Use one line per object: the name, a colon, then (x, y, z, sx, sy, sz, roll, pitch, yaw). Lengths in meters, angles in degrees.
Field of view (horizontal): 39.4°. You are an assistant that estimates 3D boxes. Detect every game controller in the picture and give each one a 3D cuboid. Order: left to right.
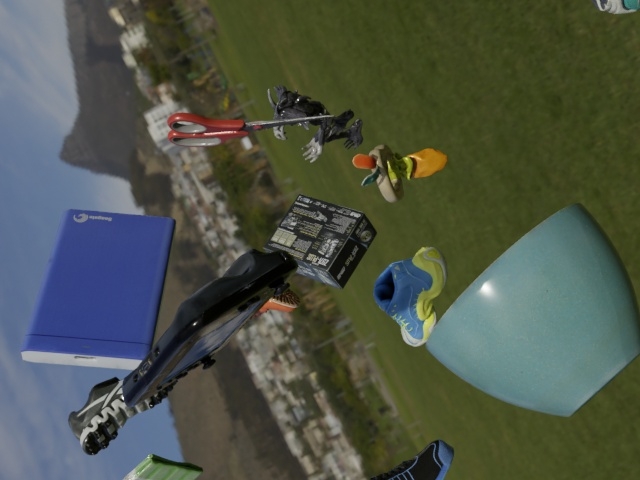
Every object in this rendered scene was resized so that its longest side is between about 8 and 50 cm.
game controller: (-0.139, 0.111, 1.057, 0.067, 0.166, 0.319, 46, 144, 2)

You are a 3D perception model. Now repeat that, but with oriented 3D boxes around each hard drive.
hard drive: (-0.382, 0.079, 1.579, 0.040, 0.210, 0.318, 98, 176, -48)

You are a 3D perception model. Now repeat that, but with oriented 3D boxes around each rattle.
rattle: (0.166, -0.151, 1.830, 0.200, 0.143, 0.130, 33, -118, -66)

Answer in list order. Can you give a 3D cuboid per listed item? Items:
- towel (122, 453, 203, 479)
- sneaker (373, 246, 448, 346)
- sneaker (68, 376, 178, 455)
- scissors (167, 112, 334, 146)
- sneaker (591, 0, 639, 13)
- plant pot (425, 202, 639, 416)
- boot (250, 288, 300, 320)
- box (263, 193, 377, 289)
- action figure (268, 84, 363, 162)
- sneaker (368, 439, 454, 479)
towel: (-0.244, 0.344, 1.198, 0.023, 0.152, 0.113, 53, -169, 35)
sneaker: (0.143, 0.107, 1.589, 0.091, 0.126, 0.240, -118, 25, -42)
sneaker: (-0.367, 0.283, 1.644, 0.106, 0.234, 0.078, 30, 147, 34)
scissors: (-0.121, -0.192, 1.534, 0.109, 0.297, 0.021, 79, -170, -68)
sneaker: (0.489, -0.501, 1.418, 0.107, 0.110, 0.275, -131, 39, -73)
plant pot: (0.314, 0.121, 1.205, 0.195, 0.290, 0.290, 48, 173, 19)
boot: (-0.118, 0.124, 1.768, 0.059, 0.158, 0.084, -60, -19, -62)
box: (0.000, 0.000, 1.838, 0.180, 0.147, 0.077, 18, 157, 38)
action figure: (-0.029, -0.263, 2.053, 0.276, 0.141, 0.164, 8, -149, -44)
sneaker: (0.110, 0.372, 1.331, 0.090, 0.232, 0.081, 41, 148, 3)
